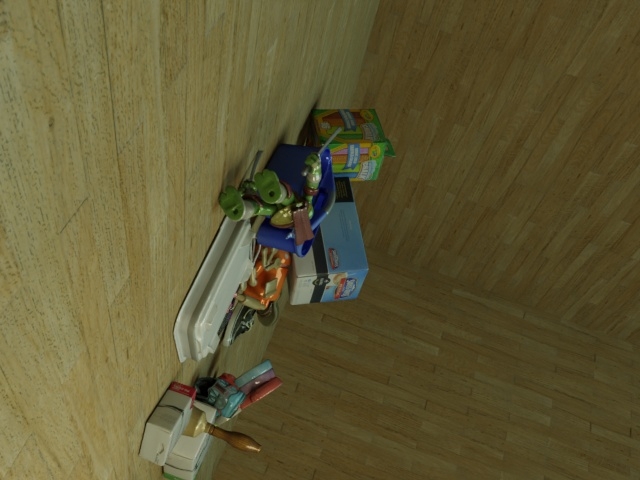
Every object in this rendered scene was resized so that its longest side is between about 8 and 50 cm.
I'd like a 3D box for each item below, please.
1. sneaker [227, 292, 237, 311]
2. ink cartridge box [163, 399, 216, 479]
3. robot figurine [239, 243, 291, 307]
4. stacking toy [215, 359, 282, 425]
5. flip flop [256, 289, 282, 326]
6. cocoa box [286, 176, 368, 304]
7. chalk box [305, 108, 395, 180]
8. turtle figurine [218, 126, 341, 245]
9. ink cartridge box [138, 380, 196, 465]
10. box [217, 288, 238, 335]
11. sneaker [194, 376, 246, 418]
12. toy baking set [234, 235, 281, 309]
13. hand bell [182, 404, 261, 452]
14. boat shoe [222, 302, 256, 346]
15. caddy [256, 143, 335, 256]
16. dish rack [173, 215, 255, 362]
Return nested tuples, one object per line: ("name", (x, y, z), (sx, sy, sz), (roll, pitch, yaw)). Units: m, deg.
("sneaker", (-0.248, 0.169, 1.684), (0.047, 0.057, 0.119), (107, 5, -70))
("ink cartridge box", (-0.360, 0.556, 1.839), (0.219, 0.092, 0.160), (107, 4, -52))
("robot figurine", (-0.165, 0.096, 2.010), (0.128, 0.158, 0.220), (23, -87, 52))
("stacking toy", (-0.291, 0.479, 2.083), (0.309, 0.130, 0.279), (-38, 171, 40))
("flip flop", (-0.208, 0.235, 2.513), (0.080, 0.112, 0.277), (-36, 160, -33))
("cocoa box", (0.000, 0.000, 2.147), (0.231, 0.227, 0.347), (105, -23, -61))
("chalk box", (0.112, -0.320, 2.245), (0.179, 0.288, 0.180), (102, -21, -48))
("turtle figurine", (-0.102, -0.130, 1.436), (0.266, 0.197, 0.275), (-8, 109, -69))
("ink cartridge box", (-0.341, 0.409, 1.502), (0.150, 0.063, 0.109), (-63, 173, -62))
("box", (-0.266, 0.196, 1.801), (0.162, 0.029, 0.116), (-66, 174, -67))
("sneaker", (-0.305, 0.430, 1.896), (0.104, 0.125, 0.262), (-51, -166, -33))
("toy baking set", (-0.183, 0.089, 1.854), (0.256, 0.030, 0.197), (27, 75, -62))
("hand bell", (-0.261, 0.471, 1.658), (0.126, 0.241, 0.126), (20, 90, -86))
("boat shoe", (-0.245, 0.250, 2.114), (0.078, 0.070, 0.219), (107, 5, -46))
("caddy", (-0.050, -0.113, 1.816), (0.341, 0.179, 0.241), (-68, 164, -44))
("dish rack", (-0.229, 0.110, 1.529), (0.286, 0.072, 0.333), (106, 6, -62))
